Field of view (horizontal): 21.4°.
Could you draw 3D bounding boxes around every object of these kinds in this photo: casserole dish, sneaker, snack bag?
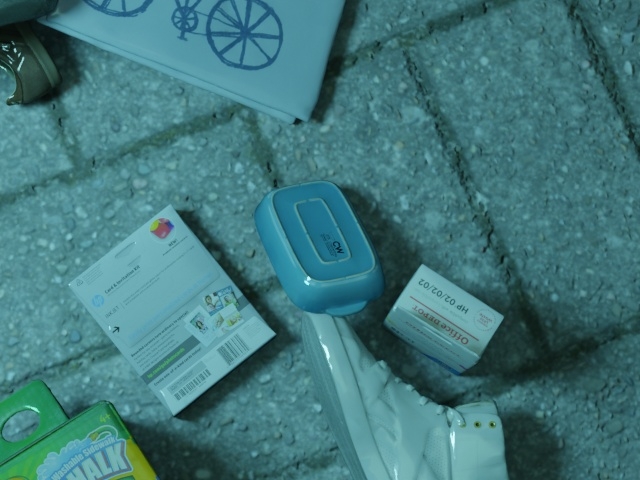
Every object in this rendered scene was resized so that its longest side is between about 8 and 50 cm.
[{"bbox_3d":[0.000,0.000,1.826,0.114,0.037,0.188,-12,53,-18],"label":"casserole dish"},{"bbox_3d":[0.100,0.184,1.818,0.169,0.108,0.292,-23,87,-13],"label":"sneaker"},{"bbox_3d":[-0.365,-0.236,1.875,0.071,0.066,0.188,-35,84,-9],"label":"sneaker"},{"bbox_3d":[-0.113,-0.339,1.885,0.323,0.037,0.342,20,79,-15],"label":"snack bag"}]

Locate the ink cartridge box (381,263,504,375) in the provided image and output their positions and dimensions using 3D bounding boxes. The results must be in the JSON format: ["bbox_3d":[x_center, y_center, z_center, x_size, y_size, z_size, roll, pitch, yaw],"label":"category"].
[{"bbox_3d":[0.129,0.084,1.788,0.104,0.181,0.061,32,80,2],"label":"ink cartridge box"}]

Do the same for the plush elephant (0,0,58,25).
[{"bbox_3d":[-0.476,-0.318,1.756,0.330,0.272,0.255,-32,61,11],"label":"plush elephant"}]

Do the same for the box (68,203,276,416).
[{"bbox_3d":[-0.162,0.077,1.847,0.145,0.038,0.186,-39,85,-9],"label":"box"}]

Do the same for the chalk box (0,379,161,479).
[{"bbox_3d":[-0.248,0.281,1.734,0.180,0.179,0.289,-34,84,-11],"label":"chalk box"}]
